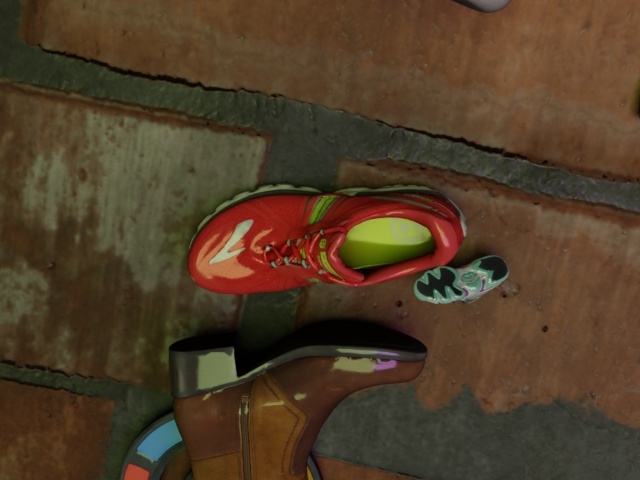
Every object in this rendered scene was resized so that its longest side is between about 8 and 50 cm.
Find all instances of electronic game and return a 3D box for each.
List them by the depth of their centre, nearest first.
[{"bbox_3d":[-0.109,0.281,0.978,0.229,0.048,0.229,1,106,4],"label":"electronic game"}]

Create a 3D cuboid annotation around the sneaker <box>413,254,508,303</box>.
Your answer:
[{"bbox_3d":[0.134,0.049,0.889,0.098,0.069,0.038,-11,69,-12],"label":"sneaker"}]

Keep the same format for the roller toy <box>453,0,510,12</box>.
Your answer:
[{"bbox_3d":[0.100,-0.288,0.731,0.209,0.191,0.146,26,105,-3],"label":"roller toy"}]

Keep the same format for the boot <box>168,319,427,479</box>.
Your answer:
[{"bbox_3d":[-0.014,0.230,0.897,0.264,0.096,0.281,-7,99,1],"label":"boot"}]

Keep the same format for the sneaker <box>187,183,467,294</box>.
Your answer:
[{"bbox_3d":[0.000,0.000,0.855,0.278,0.118,0.107,-10,104,7],"label":"sneaker"}]
